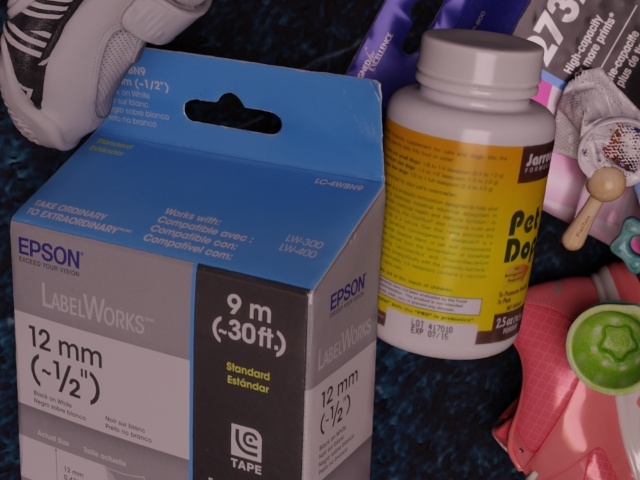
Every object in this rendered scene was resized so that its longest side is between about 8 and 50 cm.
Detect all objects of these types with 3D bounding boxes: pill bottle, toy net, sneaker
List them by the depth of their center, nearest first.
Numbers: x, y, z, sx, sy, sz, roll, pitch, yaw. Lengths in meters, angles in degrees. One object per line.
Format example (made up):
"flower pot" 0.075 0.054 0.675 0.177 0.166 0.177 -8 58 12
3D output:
"sneaker" -0.061 -0.179 0.759 0.210 0.137 0.365 21 126 -7
"pill bottle" 0.097 -0.034 0.868 0.117 0.117 0.214 5 109 -4
"toy net" 0.223 -0.009 0.885 0.122 0.045 0.232 -9 96 28
"sneaker" 0.209 0.174 1.003 0.136 0.116 0.313 -7 97 9

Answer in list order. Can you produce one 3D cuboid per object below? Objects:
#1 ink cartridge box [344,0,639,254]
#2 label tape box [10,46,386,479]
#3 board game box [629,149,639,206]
"ink cartridge box" 0.215 -0.100 0.949 0.371 0.069 0.175 27 101 -6
"label tape box" -0.091 0.051 0.875 0.249 0.115 0.347 12 113 27
"board game box" 0.303 -0.026 0.922 0.133 0.033 0.168 -20 96 3
